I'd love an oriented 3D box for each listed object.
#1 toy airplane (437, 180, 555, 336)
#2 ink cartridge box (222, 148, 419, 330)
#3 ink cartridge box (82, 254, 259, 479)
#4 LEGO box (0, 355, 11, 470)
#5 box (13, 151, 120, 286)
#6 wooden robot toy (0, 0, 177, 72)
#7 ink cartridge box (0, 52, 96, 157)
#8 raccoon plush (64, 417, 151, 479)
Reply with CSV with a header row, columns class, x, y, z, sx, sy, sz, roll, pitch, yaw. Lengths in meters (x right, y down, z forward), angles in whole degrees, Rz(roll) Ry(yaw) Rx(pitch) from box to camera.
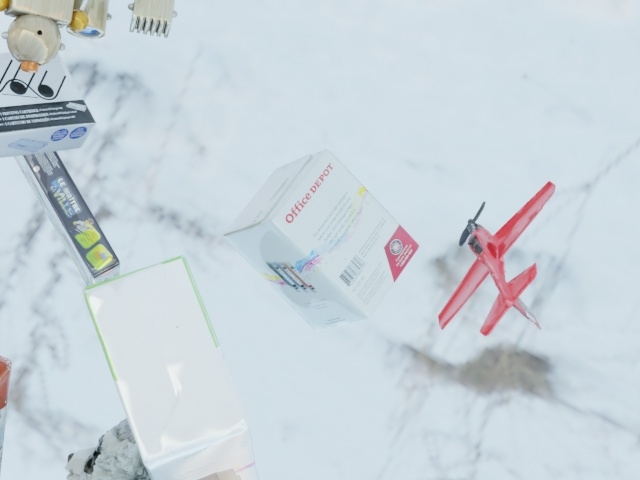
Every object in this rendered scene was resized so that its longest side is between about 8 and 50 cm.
class,x,y,z,sx,sy,sz,roll,pitch,yaw
toy airplane,0.135,0.024,1.330,0.028,0.151,0.151,27,160,-28
ink cartridge box,0.000,0.000,2.086,0.176,0.128,0.127,47,151,-17
ink cartridge box,-0.157,0.176,1.903,0.353,0.119,0.207,91,158,-71
LEGO box,-0.520,0.375,1.795,0.193,0.500,0.372,16,122,7
box,-0.294,-0.040,1.969,0.207,0.036,0.114,59,167,10
wooden robot toy,-0.184,-0.145,1.148,0.173,0.079,0.076,11,165,-25
ink cartridge box,-0.326,-0.127,1.636,0.097,0.207,0.046,59,136,22
raccoon plush,-0.154,0.411,2.210,0.446,0.299,0.216,31,155,4
